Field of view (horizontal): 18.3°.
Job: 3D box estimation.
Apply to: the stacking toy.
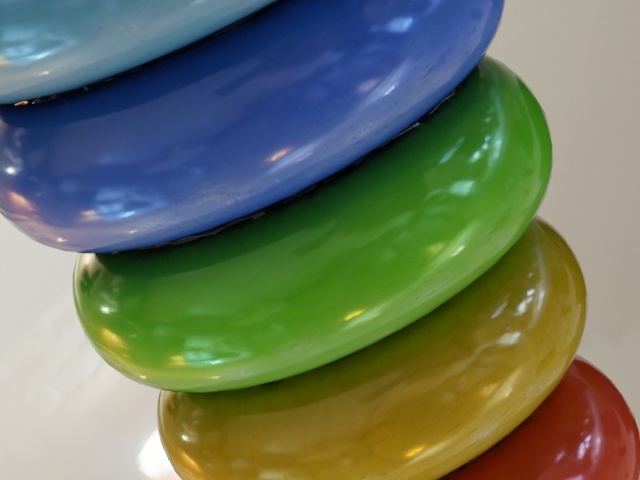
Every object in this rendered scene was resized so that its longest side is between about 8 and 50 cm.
[{"bbox_3d":[0.000,0.000,0.422,0.141,0.330,0.141,-23,-161,9],"label":"stacking toy"}]
